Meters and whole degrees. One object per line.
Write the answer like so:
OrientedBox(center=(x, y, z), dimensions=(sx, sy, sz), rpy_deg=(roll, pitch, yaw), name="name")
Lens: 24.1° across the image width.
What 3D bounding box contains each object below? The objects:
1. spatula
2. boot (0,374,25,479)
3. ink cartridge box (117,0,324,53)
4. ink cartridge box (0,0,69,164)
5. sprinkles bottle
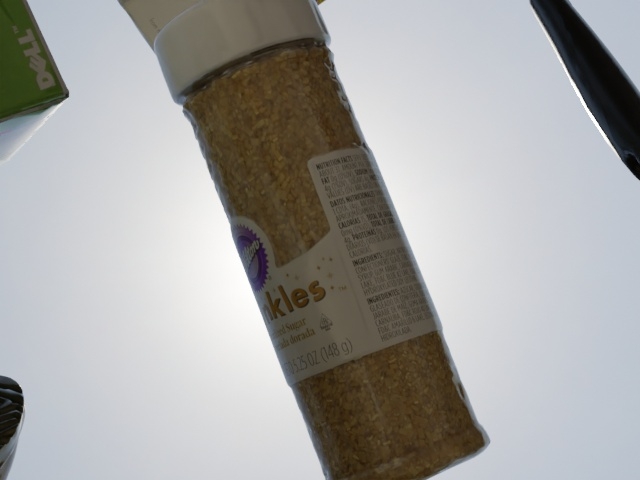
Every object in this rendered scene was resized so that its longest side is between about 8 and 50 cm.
OrientedBox(center=(0.081, -0.119, 0.678), dimensions=(0.030, 0.296, 0.084), rpy_deg=(-31, -40, -4), name="spatula")
OrientedBox(center=(-0.256, 0.257, 1.005), dimensions=(0.236, 0.089, 0.270), rpy_deg=(-71, -14, -58), name="boot")
OrientedBox(center=(-0.032, -0.310, 1.341), dimensions=(0.353, 0.207, 0.119), rpy_deg=(-35, -50, 0), name="ink cartridge box")
OrientedBox(center=(-0.213, -0.147, 0.816), dimensions=(0.097, 0.255, 0.189), rpy_deg=(-23, -92, -32), name="ink cartridge box")
OrientedBox(center=(0.000, 0.000, 1.041), dimensions=(0.121, 0.121, 0.355), rpy_deg=(-18, -98, -31), name="sprinkles bottle")
